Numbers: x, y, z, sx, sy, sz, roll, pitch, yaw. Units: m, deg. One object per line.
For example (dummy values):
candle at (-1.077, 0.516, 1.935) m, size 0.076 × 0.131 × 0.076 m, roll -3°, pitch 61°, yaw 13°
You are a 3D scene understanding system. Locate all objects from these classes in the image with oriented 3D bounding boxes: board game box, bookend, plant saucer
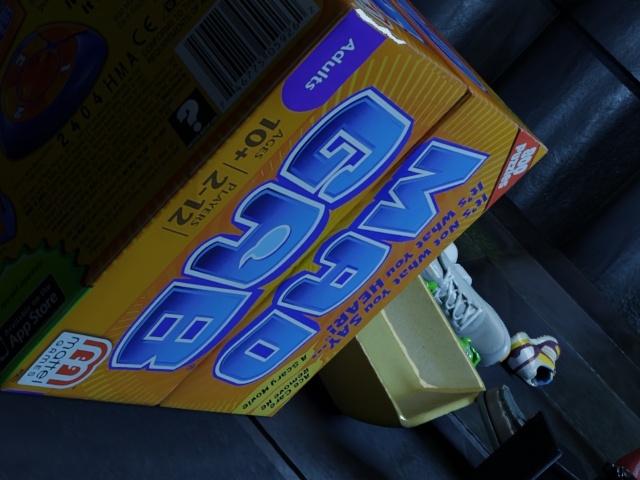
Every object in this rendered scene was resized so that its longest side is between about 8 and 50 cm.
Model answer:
board game box at (-0.106, -0.112, 0.967) m, size 0.356 × 0.356 × 0.356 m, roll 53°, pitch 17°, yaw 27°
bookend at (0.224, 0.282, 1.173) m, size 0.157 × 0.156 × 0.072 m, roll 40°, pitch 15°, yaw -19°
plant saucer at (0.039, 0.065, 1.329) m, size 0.333 × 0.081 × 0.333 m, roll 61°, pitch 19°, yaw 13°

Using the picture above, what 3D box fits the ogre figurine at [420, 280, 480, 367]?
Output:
ogre figurine at (0.119, 0.092, 1.532) m, size 0.197 × 0.097 × 0.118 m, roll 62°, pitch 8°, yaw 17°

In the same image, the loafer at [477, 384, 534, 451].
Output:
loafer at (0.270, 0.280, 1.332) m, size 0.096 × 0.084 × 0.267 m, roll 17°, pitch 46°, yaw -65°

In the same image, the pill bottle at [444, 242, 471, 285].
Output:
pill bottle at (0.138, 0.013, 1.766) m, size 0.193 × 0.108 × 0.108 m, roll 51°, pitch 16°, yaw 26°

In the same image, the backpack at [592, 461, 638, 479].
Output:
backpack at (0.377, 0.371, 1.418) m, size 0.152 × 0.115 × 0.182 m, roll 42°, pitch 12°, yaw 3°

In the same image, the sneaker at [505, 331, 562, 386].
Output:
sneaker at (0.360, 0.205, 1.935) m, size 0.185 × 0.069 × 0.084 m, roll 11°, pitch 44°, yaw -54°

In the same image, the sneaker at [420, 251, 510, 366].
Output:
sneaker at (0.163, 0.070, 1.625) m, size 0.262 × 0.099 × 0.121 m, roll 45°, pitch -9°, yaw 10°

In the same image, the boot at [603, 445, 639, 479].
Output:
boot at (0.583, 0.379, 1.829) m, size 0.244 × 0.176 × 0.088 m, roll 39°, pitch 14°, yaw -26°
